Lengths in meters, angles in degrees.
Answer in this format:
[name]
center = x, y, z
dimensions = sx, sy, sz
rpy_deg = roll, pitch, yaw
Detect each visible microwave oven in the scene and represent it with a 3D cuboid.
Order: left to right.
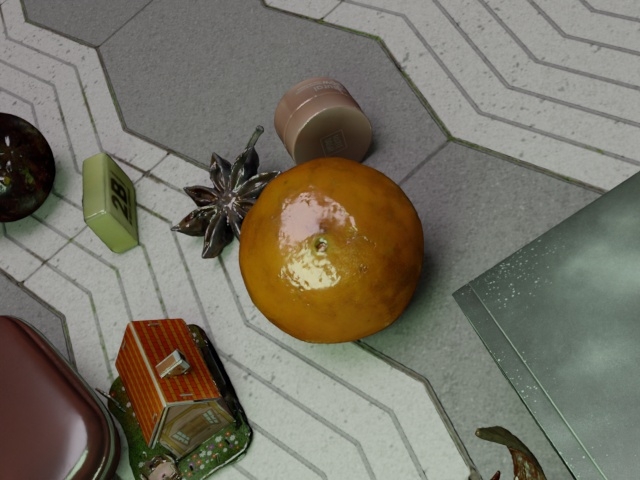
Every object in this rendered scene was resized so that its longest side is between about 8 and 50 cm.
[microwave oven]
center = 0.416, 0.171, 1.241
dimensions = 0.374, 0.236, 0.432
rpy_deg = -34, 45, 5

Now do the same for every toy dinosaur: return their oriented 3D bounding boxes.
[toy dinosaur]
center = 0.202, 0.343, 1.205
dimensions = 0.112, 0.327, 0.207
rpy_deg = -11, 52, -18

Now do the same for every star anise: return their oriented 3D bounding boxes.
[star anise]
center = -0.152, -0.079, 1.904
dimensions = 0.230, 0.081, 0.263
rpy_deg = 14, 75, 39

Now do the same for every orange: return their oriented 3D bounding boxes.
[orange]
center = 0.014, 0.016, 1.596
dimensions = 0.283, 0.226, 0.284
rpy_deg = -1, 81, 6

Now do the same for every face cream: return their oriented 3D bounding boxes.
[face cream]
center = 0.004, -0.196, 1.852
dimensions = 0.149, 0.149, 0.104
rpy_deg = -34, 44, 4

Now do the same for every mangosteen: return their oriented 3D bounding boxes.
[mangosteen]
center = -0.683, -0.131, 2.201
dimensions = 0.289, 0.231, 0.231
rpy_deg = -34, 37, 43

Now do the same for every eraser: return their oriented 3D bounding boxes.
[eraser]
center = -0.401, -0.074, 2.028
dimensions = 0.058, 0.117, 0.172
rpy_deg = -25, 46, 13

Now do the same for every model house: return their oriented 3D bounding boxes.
[model house]
center = -0.259, 0.242, 1.664
dimensions = 0.207, 0.154, 0.294
rpy_deg = -35, 45, 1

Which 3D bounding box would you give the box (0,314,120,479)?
[box]
center = -0.490, 0.295, 1.700
dimensions = 0.263, 0.108, 0.404
rpy_deg = -48, 58, -2
